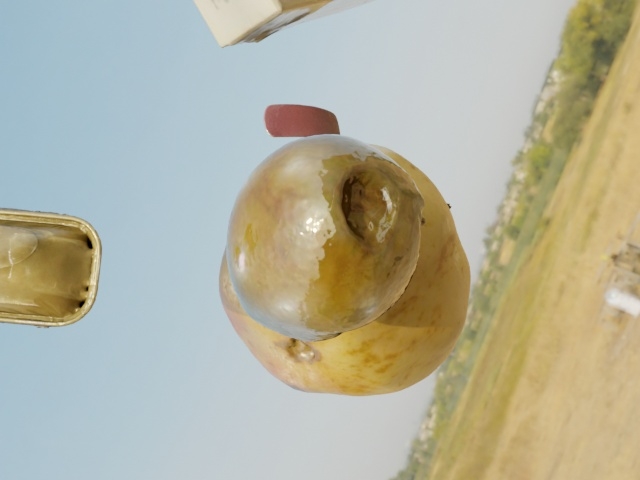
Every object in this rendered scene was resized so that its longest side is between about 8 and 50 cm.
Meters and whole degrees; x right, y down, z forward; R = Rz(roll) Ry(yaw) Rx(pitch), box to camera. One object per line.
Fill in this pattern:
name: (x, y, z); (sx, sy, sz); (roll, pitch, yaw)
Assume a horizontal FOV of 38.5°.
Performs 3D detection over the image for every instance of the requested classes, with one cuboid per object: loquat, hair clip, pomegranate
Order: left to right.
hair clip: (-0.024, -0.180, 1.407); (0.022, 0.137, 0.054); (-26, 68, 54)
loquat: (0.000, 0.000, 0.839); (0.179, 0.179, 0.227); (-64, 11, -25)
pomegranate: (0.047, 0.037, 1.179); (0.342, 0.343, 0.342); (21, -90, -80)

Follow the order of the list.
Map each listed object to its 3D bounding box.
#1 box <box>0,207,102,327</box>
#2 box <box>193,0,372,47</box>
box: (-0.295, 0.027, 0.876); (0.111, 0.177, 0.111); (4, -90, -87)
box: (-0.029, -0.256, 0.647); (0.051, 0.204, 0.365); (-27, 8, 27)
